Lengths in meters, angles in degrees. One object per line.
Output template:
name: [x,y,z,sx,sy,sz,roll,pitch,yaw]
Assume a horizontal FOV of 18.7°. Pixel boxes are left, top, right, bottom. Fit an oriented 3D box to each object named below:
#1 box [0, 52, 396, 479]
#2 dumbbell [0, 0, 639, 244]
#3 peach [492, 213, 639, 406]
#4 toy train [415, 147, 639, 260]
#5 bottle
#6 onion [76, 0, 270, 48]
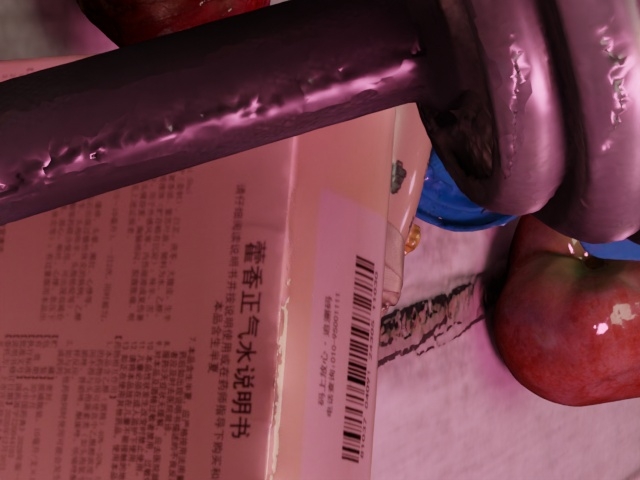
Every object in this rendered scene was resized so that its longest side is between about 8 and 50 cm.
box: [-0.067,0.041,0.724,0.095,0.168,0.212,26,66,-61]
dumbbell: [-0.042,-0.041,0.576,0.179,0.406,0.179,163,-90,-83]
peach: [0.180,0.043,1.295,0.152,0.152,0.152,4,85,-64]
toy train: [0.157,-0.138,1.085,0.188,0.265,0.300,-55,138,-51]
bottle: [-0.001,0.000,0.958,0.099,0.099,0.152,40,57,-57]
onion: [-0.059,-0.124,0.830,0.107,0.097,0.107,34,49,-51]
